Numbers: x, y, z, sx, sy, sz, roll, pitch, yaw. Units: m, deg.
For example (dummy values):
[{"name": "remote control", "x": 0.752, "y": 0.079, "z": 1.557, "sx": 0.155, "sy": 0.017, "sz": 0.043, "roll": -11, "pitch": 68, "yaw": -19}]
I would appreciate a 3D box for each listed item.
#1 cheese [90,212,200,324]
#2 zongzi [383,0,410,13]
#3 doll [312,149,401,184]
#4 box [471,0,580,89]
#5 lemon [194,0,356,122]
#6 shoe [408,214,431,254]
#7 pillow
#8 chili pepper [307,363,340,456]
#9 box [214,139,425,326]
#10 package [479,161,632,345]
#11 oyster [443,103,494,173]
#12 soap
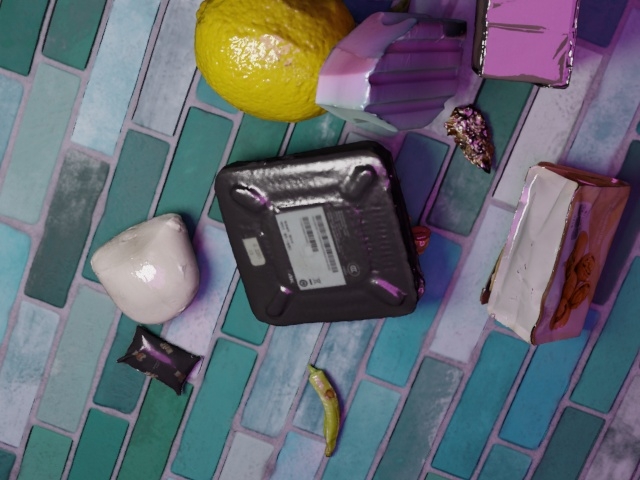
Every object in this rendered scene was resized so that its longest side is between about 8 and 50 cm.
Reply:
[{"name": "cheese", "x": -0.321, "y": 0.064, "z": 1.978, "sx": 0.198, "sy": 0.154, "sz": 0.189, "roll": -25, "pitch": 107, "yaw": 9}, {"name": "zongzi", "x": 0.141, "y": -0.372, "z": 1.888, "sx": 0.119, "sy": 0.055, "sz": 0.109, "roll": -31, "pitch": 103, "yaw": -1}, {"name": "doll", "x": 0.050, "y": -0.118, "z": 1.943, "sx": 0.207, "sy": 0.081, "sz": 0.129, "roll": 17, "pitch": 96, "yaw": 1}, {"name": "box", "x": 0.343, "y": -0.364, "z": 1.770, "sx": 0.153, "sy": 0.252, "sz": 0.188, "roll": 5, "pitch": 106, "yaw": 4}, {"name": "lemon", "x": -0.069, "y": -0.336, "z": 1.801, "sx": 0.322, "sy": 0.268, "sz": 0.268, "roll": 16, "pitch": 105, "yaw": 3}, {"name": "shoe", "x": 0.157, "y": -0.014, "z": 1.969, "sx": 0.109, "sy": 0.072, "sz": 0.069, "roll": 29, "pitch": 143, "yaw": 1}, {"name": "pillow", "x": -0.325, "y": 0.240, "z": 2.077, "sx": 0.150, "sy": 0.048, "sz": 0.090, "roll": 28, "pitch": 113, "yaw": -8}, {"name": "chili pepper", "x": 0.016, "y": 0.346, "z": 2.085, "sx": 0.049, "sy": 0.043, "sz": 0.208, "roll": -13, "pitch": 104, "yaw": -6}, {"name": "box", "x": 0.000, "y": 0.000, "z": 1.923, "sx": 0.350, "sy": 0.091, "sz": 0.359, "roll": -8, "pitch": 114, "yaw": 19}, {"name": "package", "x": 0.428, "y": 0.016, "z": 1.935, "sx": 0.165, "sy": 0.221, "sz": 0.311, "roll": 28, "pitch": 111, "yaw": 38}, {"name": "oyster", "x": 0.291, "y": -0.193, "z": 1.933, "sx": 0.132, "sy": 0.029, "sz": 0.086, "roll": 41, "pitch": 103, "yaw": -5}, {"name": "soap", "x": 0.126, "y": -0.288, "z": 1.764, "sx": 0.109, "sy": 0.324, "sz": 0.193, "roll": 17, "pitch": 109, "yaw": 30}]
